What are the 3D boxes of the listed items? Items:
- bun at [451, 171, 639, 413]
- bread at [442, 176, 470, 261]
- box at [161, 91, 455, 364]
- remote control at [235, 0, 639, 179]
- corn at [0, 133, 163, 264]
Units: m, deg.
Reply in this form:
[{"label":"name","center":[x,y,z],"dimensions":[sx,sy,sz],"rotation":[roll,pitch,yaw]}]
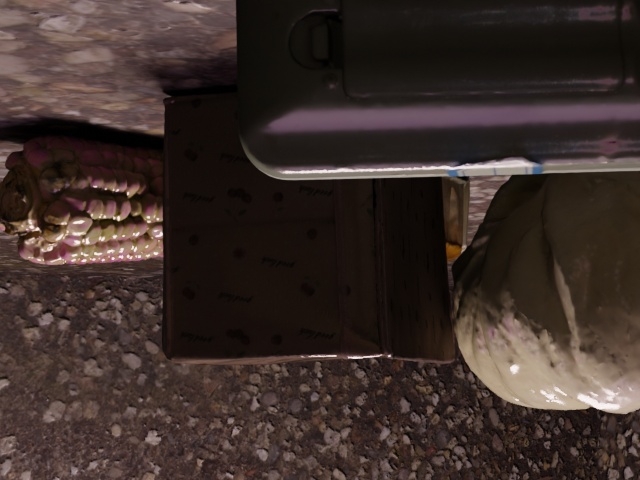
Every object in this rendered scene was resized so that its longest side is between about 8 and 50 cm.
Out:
[{"label":"bun","center":[0.279,0.006,1.049],"dimensions":[0.365,0.219,0.365],"rotation":[-29,-176,2]},{"label":"bread","center":[0.065,-0.021,1.332],"dimensions":[0.209,0.110,0.192],"rotation":[-5,171,28]},{"label":"box","center":[0.000,0.000,0.995],"dimensions":[0.190,0.225,0.297],"rotation":[-4,172,15]},{"label":"remote control","center":[0.123,-0.101,0.583],"dimensions":[0.335,0.128,0.065],"rotation":[-2,172,1]},{"label":"corn","center":[-0.166,-0.040,1.122],"dimensions":[0.335,0.127,0.126],"rotation":[-1,175,-44]}]
